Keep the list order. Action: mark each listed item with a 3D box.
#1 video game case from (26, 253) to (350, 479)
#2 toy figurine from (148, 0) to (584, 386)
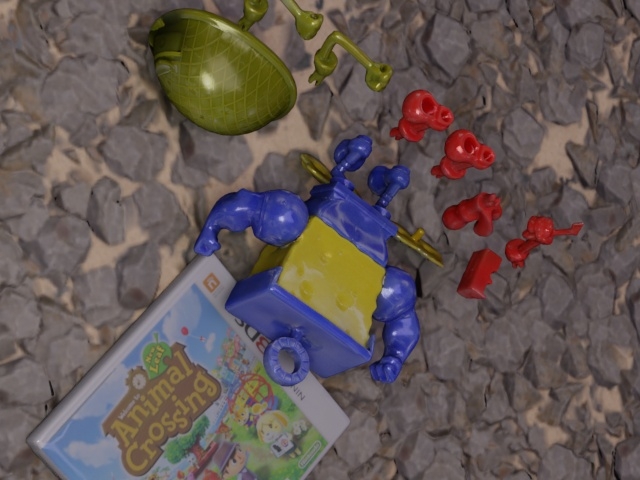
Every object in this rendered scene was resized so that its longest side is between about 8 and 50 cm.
[{"bbox_3d":[-0.096,0.149,1.356,0.212,0.023,0.193,-48,111,-27],"label":"video game case"},{"bbox_3d":[0.000,0.000,1.323,0.362,0.191,0.217,37,63,-25],"label":"toy figurine"}]
